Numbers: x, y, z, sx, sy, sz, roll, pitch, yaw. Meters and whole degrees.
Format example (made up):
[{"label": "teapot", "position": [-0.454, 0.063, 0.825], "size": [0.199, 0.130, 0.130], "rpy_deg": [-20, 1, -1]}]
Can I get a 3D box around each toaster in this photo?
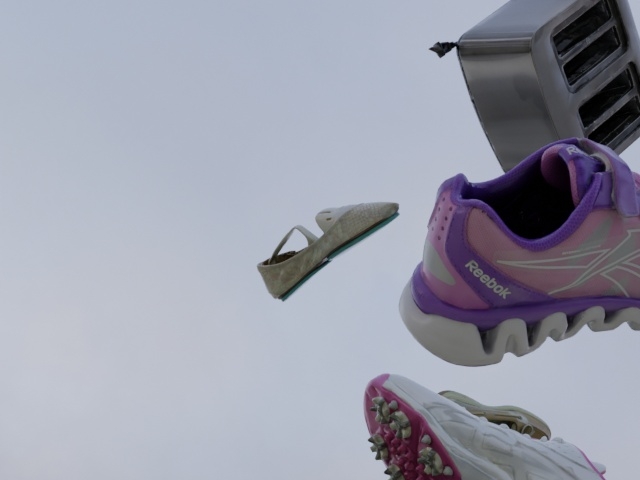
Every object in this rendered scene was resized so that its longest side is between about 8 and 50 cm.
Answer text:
[{"label": "toaster", "position": [0.229, -0.159, 0.902], "size": [0.110, 0.186, 0.168], "rpy_deg": [12, -46, 56]}]

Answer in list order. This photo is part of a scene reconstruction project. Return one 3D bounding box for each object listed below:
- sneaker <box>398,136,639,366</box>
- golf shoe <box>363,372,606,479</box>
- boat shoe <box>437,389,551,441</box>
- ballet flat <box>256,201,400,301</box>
[{"label": "sneaker", "position": [0.158, -0.008, 0.509], "size": [0.236, 0.095, 0.104], "rpy_deg": [-11, -58, -12]}, {"label": "golf shoe", "position": [0.166, 0.217, 0.835], "size": [0.306, 0.140, 0.115], "rpy_deg": [40, -41, 35]}, {"label": "boat shoe", "position": [0.196, 0.215, 1.052], "size": [0.153, 0.048, 0.056], "rpy_deg": [22, -68, -16]}, {"label": "ballet flat", "position": [0.000, 0.000, 0.873], "size": [0.168, 0.057, 0.052], "rpy_deg": [-37, -94, 30]}]
